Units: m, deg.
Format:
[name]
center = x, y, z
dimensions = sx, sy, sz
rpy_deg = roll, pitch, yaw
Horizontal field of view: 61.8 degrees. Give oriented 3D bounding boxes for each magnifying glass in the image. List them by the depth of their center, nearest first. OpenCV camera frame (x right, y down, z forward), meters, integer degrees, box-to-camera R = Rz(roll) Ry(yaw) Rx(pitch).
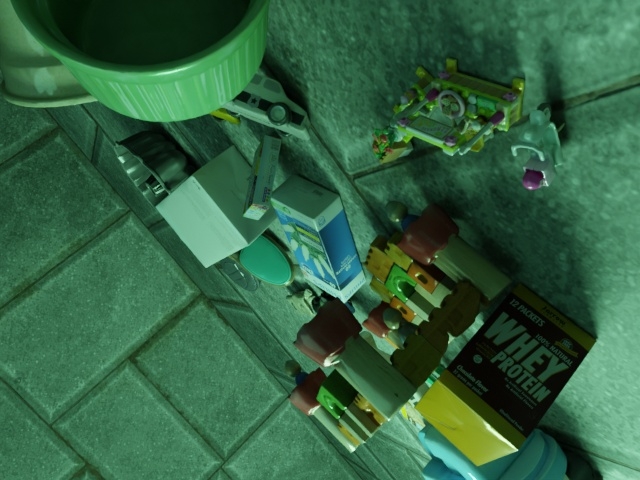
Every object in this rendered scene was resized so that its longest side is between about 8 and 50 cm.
[magnifying glass]
center = 0.221, 0.273, 1.243
dimensions = 0.231, 0.026, 0.092
rpy_deg = 38, 158, 18

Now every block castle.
[block castle]
center = 0.090, 0.151, 0.886
dimensions = 0.213, 0.303, 0.453
rpy_deg = 42, 158, 16

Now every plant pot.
[plant pot]
center = -0.415, -0.429, 0.870
dimensions = 0.334, 0.334, 0.305
rpy_deg = 29, 142, 39

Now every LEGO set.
[LEGO set]
center = 0.121, -0.121, 0.615
dimensions = 0.287, 0.107, 0.132
rpy_deg = 16, 143, 54

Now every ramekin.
[ramekin]
center = -0.206, -0.301, 0.677
dimensions = 0.303, 0.303, 0.148
rpy_deg = 44, 166, 10

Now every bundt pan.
[bundt pan]
center = -0.457, -0.187, 1.589
dimensions = 0.331, 0.124, 0.331
rpy_deg = 39, 158, 19

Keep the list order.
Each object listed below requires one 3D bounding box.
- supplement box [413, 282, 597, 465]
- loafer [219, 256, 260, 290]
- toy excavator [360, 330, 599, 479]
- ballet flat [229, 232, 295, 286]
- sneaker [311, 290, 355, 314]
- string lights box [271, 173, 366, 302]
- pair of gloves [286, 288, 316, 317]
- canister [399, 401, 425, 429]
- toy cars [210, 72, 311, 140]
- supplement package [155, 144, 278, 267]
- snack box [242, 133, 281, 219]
[supplement box]
center = 0.262, 0.203, 0.792
dimensions = 0.129, 0.194, 0.191
rpy_deg = 40, 158, 19
[loafer]
center = -0.284, 0.032, 1.727
dimensions = 0.109, 0.095, 0.302
rpy_deg = -20, 119, 35
[toy excavator]
center = 0.263, 0.378, 1.105
dimensions = 0.445, 0.222, 0.433
rpy_deg = 57, 156, -3
[ballet flat]
center = -0.206, 0.016, 1.470
dimensions = 0.342, 0.116, 0.124
rpy_deg = 27, -177, 11
[sneaker]
center = 0.029, 0.153, 1.359
dimensions = 0.188, 0.067, 0.078
rpy_deg = -9, 100, 67
[string lights box]
center = 0.000, 0.000, 1.104
dimensions = 0.133, 0.077, 0.260
rpy_deg = 29, 152, 38
[pair of gloves]
center = 0.003, 0.241, 1.577
dimensions = 0.240, 0.042, 0.204
rpy_deg = 50, 162, -2
[canister]
center = 0.239, 0.429, 1.412
dimensions = 0.170, 0.073, 0.126
rpy_deg = 31, 154, 33
[toy cars]
center = -0.162, -0.262, 0.933
dimensions = 0.393, 0.087, 0.176
rpy_deg = 23, -178, 44
[supplement package]
center = -0.235, -0.075, 1.250
dimensions = 0.203, 0.149, 0.194
rpy_deg = -25, 107, 47
[snack box]
center = -0.114, -0.120, 1.035
dimensions = 0.037, 0.141, 0.100
rpy_deg = 13, 165, -14
